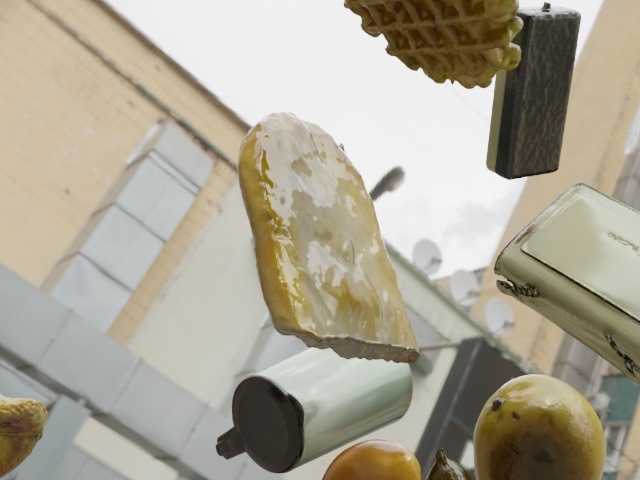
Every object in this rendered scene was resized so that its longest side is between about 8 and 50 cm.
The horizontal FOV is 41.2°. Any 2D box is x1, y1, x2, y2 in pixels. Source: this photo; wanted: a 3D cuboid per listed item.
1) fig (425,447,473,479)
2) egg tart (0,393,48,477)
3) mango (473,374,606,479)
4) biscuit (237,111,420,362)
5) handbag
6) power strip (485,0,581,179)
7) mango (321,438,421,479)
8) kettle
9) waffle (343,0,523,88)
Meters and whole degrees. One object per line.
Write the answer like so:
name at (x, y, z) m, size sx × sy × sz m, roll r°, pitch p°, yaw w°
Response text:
fig at (0.251, 0.490, 1.701) m, size 0.155 × 0.109 × 0.103 m, roll 69°, pitch -17°, yaw -7°
egg tart at (-0.661, 0.358, 1.545) m, size 0.128 × 0.318 × 0.319 m, roll 51°, pitch -20°, yaw 23°
mango at (0.504, 0.521, 1.940) m, size 0.301 × 0.220 × 0.445 m, roll -15°, pitch -72°, yaw 2°
biscuit at (-0.001, 0.000, 1.383) m, size 0.103 × 0.447 × 0.429 m, roll -24°, pitch -14°, yaw 25°
handbag at (0.507, 0.082, 1.462) m, size 0.358 × 0.236 × 0.160 m, roll 39°, pitch -21°, yaw 46°
power strip at (0.313, -0.223, 1.258) m, size 0.070 × 0.105 × 0.257 m, roll 39°, pitch -47°, yaw 52°
mango at (0.090, 0.444, 1.540) m, size 0.126 × 0.154 × 0.252 m, roll 2°, pitch -33°, yaw -37°
kettle at (-0.031, 0.381, 1.973) m, size 0.361 × 0.376 × 0.250 m, roll -32°, pitch -101°, yaw 43°
waffle at (0.137, -0.325, 1.127) m, size 0.329 × 0.062 × 0.329 m, roll 38°, pitch -21°, yaw 18°
